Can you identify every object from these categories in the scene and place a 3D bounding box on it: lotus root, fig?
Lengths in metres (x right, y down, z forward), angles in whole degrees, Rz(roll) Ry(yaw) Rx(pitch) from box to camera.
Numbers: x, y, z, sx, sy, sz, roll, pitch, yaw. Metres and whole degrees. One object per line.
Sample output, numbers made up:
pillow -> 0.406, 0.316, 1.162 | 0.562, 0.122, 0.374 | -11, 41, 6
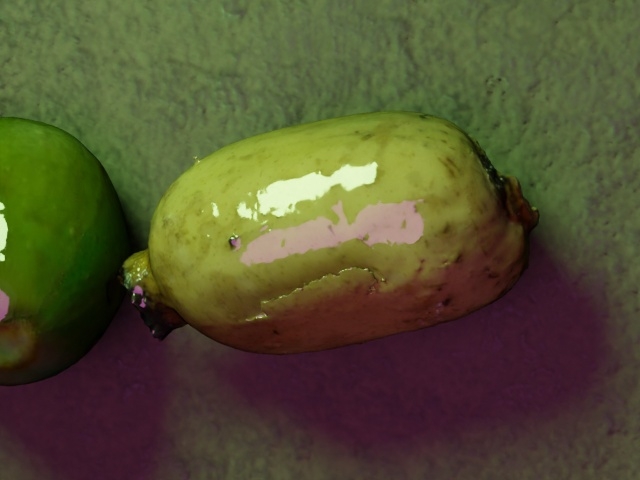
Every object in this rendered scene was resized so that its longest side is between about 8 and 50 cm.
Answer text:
lotus root -> 0.000, 0.000, 1.275 | 0.284, 0.146, 0.160 | -16, 130, 14
fig -> -0.220, 0.015, 1.330 | 0.181, 0.191, 0.181 | -6, 121, -10
